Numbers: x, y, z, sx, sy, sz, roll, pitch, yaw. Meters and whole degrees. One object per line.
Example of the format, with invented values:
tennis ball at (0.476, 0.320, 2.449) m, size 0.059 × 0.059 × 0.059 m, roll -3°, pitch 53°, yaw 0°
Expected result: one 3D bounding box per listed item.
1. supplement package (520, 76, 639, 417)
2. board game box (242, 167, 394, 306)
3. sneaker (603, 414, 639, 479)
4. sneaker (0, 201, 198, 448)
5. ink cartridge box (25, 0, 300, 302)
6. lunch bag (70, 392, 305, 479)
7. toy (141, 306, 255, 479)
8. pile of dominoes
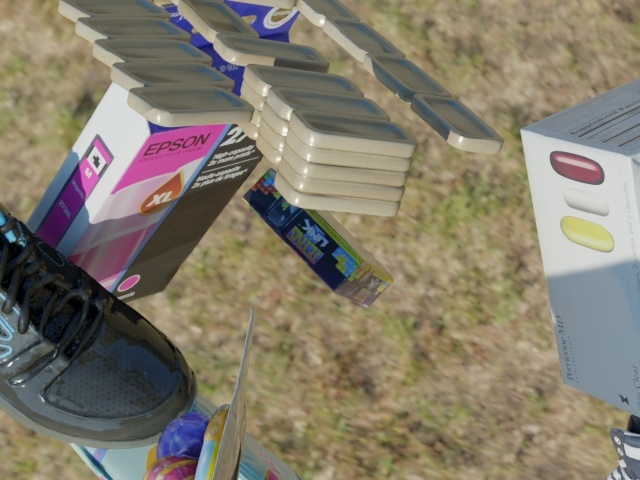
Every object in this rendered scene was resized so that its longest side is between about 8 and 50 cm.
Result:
supplement package at (0.317, -0.002, 1.477) m, size 0.145 × 0.204 × 0.262 m, roll 22°, pitch 131°, yaw 55°
board game box at (0.000, 0.000, 1.741) m, size 0.048 × 0.170 × 0.141 m, roll -45°, pitch 74°, yaw 4°
sneaker at (0.311, 0.246, 1.671) m, size 0.282 × 0.099 × 0.153 m, roll -25°, pitch 96°, yaw 50°
sneaker at (-0.249, 0.051, 1.314) m, size 0.341 × 0.139 × 0.125 m, roll 30°, pitch 63°, yaw -1°
ink cartridge box at (-0.134, -0.063, 1.387) m, size 0.069 × 0.176 × 0.371 m, roll 54°, pitch 133°, yaw 19°
lunch bag at (-0.097, 0.208, 1.454) m, size 0.108 × 0.224 × 0.279 m, roll -51°, pitch 43°, yaw -2°
toy at (-0.084, 0.169, 1.007) m, size 0.056 × 0.137 × 0.237 m, roll 8°, pitch 50°, yaw 0°
pile of dominoes at (-0.039, -0.086, 0.857) m, size 0.251 × 0.196 × 0.040 m, roll 49°, pitch 129°, yaw 55°
